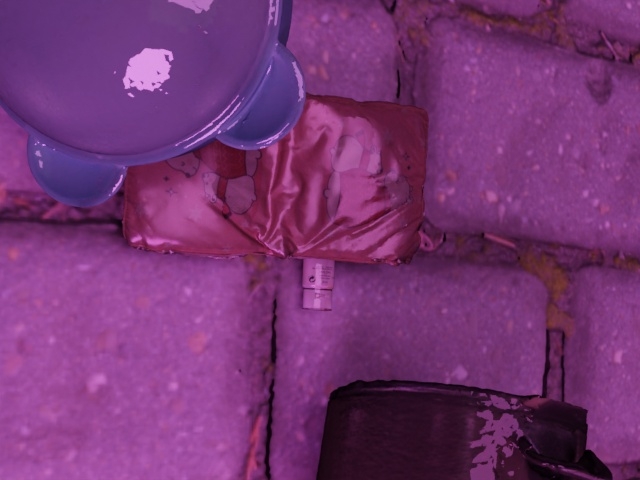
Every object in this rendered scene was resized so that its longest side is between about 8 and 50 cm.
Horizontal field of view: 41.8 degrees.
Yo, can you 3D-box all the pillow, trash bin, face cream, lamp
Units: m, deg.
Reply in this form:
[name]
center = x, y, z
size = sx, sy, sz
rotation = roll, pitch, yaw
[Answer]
[pillow]
center = -0.028, -0.050, 0.647
size = 0.248, 0.049, 0.135
rotation = 3, 84, -22
[trash bin]
center = 0.079, 0.266, 0.598
size = 0.203, 0.252, 0.301
rotation = 20, 70, -32
[face cream]
center = 0.000, 0.000, 0.684
size = 0.038, 0.020, 0.115
rotation = 6, 83, -30
[lamp]
center = -0.130, -0.178, 0.525
size = 0.209, 0.147, 0.284
rotation = -16, 77, 11
